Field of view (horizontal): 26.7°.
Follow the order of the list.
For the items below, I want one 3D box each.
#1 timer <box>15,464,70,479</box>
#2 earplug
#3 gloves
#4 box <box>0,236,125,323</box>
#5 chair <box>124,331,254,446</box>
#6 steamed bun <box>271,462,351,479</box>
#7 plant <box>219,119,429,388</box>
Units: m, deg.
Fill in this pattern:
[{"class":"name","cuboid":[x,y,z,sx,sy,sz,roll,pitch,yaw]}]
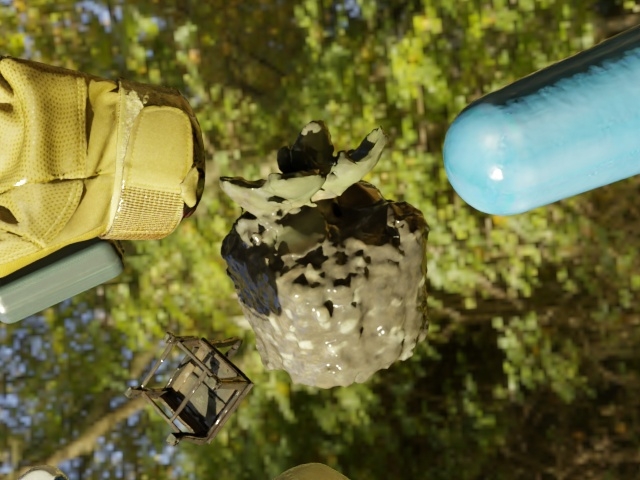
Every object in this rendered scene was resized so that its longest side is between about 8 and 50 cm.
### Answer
[{"class":"timer","cuboid":[-0.306,0.347,1.267,0.178,0.253,0.078,42,164,40]},{"class":"earplug","cuboid":[0.229,-0.103,1.168,0.132,0.273,0.132,52,154,38]},{"class":"gloves","cuboid":[-0.243,-0.047,0.929,0.141,0.331,0.154,55,138,39]},{"class":"box","cuboid":[-0.320,-0.002,1.563,0.230,0.160,0.050,-125,13,-57]},{"class":"chair","cuboid":[-0.144,0.192,1.778,0.106,0.113,0.229,-53,-23,11]},{"class":"steamed bun","cuboid":[-0.002,0.369,1.576,0.250,0.200,0.154,-26,-39,-50]},{"class":"plant","cuboid":[0.000,0.000,1.568,0.215,0.213,0.312,-31,-59,-25]}]
